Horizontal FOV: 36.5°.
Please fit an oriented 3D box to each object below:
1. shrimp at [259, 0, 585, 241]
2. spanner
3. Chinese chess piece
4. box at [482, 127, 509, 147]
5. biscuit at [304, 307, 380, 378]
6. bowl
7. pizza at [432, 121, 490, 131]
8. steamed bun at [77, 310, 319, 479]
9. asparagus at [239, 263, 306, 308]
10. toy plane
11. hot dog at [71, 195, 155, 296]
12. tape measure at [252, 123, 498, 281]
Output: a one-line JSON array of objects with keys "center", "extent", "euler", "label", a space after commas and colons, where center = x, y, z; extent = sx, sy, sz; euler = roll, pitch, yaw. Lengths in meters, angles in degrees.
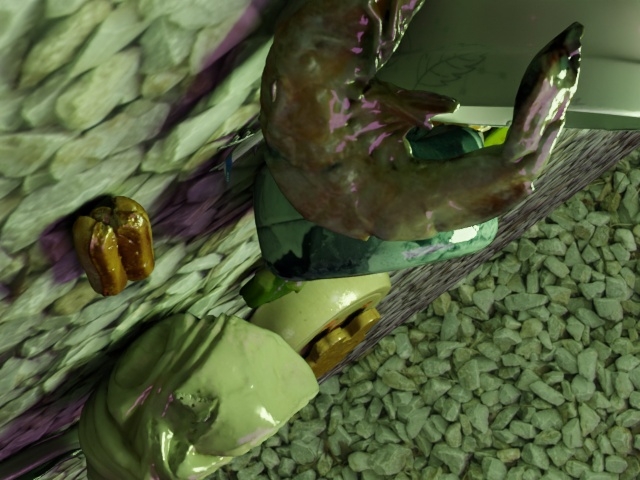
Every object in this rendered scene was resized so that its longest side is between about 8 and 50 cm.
[{"center": [0.087, -0.137, 0.749], "extent": [0.360, 0.247, 0.085], "euler": [-59, -176, 34], "label": "shrimp"}, {"center": [-0.389, 0.316, 1.480], "extent": [0.325, 0.040, 0.095], "euler": [-23, 161, -45], "label": "spanner"}, {"center": [0.000, 0.113, 1.697], "extent": [0.273, 0.102, 0.273], "euler": [-36, 168, -9], "label": "Chinese chess piece"}, {"center": [0.309, -0.188, 1.449], "extent": [0.335, 0.047, 0.187], "euler": [-41, -177, 31], "label": "box"}, {"center": [0.026, 0.190, 1.730], "extent": [0.144, 0.040, 0.236], "euler": [-22, 163, -26], "label": "biscuit"}, {"center": [0.193, -0.182, 0.909], "extent": [0.287, 0.143, 0.287], "euler": [4, -177, 0], "label": "bowl"}, {"center": [0.263, -0.230, 1.253], "extent": [0.251, 0.074, 0.287], "euler": [-25, 165, -48], "label": "pizza"}, {"center": [-0.182, 0.208, 1.304], "extent": [0.320, 0.206, 0.275], "euler": [-33, -178, -22], "label": "steamed bun"}, {"center": [0.000, 0.000, 1.351], "extent": [0.287, 0.080, 0.080], "euler": [-45, 166, 27], "label": "asparagus"}, {"center": [-0.071, -0.092, 0.926], "extent": [0.084, 0.024, 0.078], "euler": [-48, 165, 17], "label": "toy plane"}, {"center": [-0.190, 0.009, 0.905], "extent": [0.071, 0.045, 0.165], "euler": [-36, 168, -17], "label": "hot dog"}, {"center": [0.053, -0.041, 1.042], "extent": [0.256, 0.147, 0.275], "euler": [-11, 180, -26], "label": "tape measure"}]
